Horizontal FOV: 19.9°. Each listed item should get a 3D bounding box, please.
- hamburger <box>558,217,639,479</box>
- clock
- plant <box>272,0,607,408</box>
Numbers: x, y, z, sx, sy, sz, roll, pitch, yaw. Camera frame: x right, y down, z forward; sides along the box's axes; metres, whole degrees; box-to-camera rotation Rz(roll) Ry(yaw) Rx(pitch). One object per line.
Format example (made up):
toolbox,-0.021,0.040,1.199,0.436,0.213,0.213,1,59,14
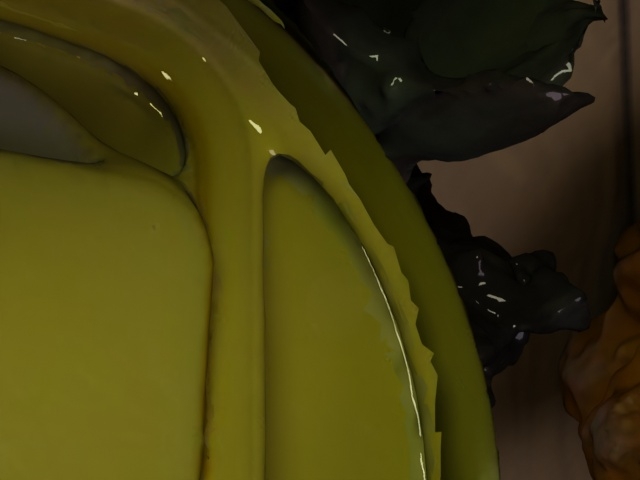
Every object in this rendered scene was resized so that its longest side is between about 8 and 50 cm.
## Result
hamburger,0.184,0.072,0.744,0.149,0.237,0.237,11,122,-15
clock,-0.097,0.054,0.388,0.277,0.293,0.071,17,156,-19
plant,0.000,0.000,0.546,0.131,0.142,0.203,5,131,-38
